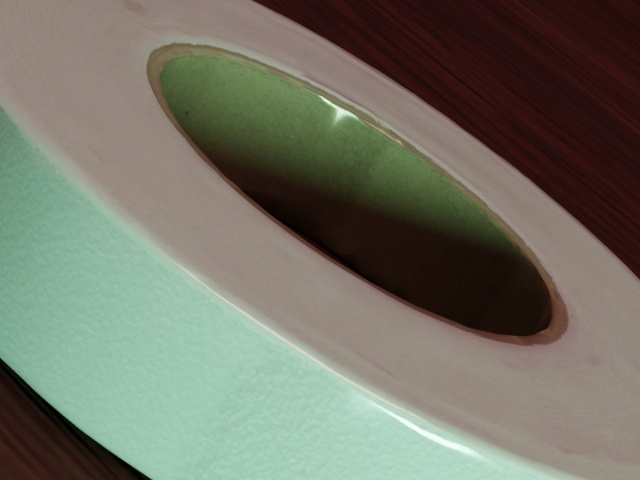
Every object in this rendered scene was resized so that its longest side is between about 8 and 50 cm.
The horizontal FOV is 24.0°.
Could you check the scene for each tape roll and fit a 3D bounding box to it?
[{"bbox_3d":[0.000,0.000,0.642,0.392,0.072,0.392,29,20,-11],"label":"tape roll"}]
